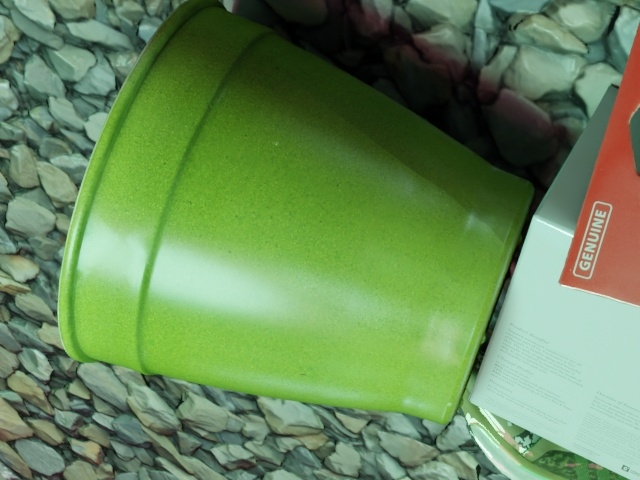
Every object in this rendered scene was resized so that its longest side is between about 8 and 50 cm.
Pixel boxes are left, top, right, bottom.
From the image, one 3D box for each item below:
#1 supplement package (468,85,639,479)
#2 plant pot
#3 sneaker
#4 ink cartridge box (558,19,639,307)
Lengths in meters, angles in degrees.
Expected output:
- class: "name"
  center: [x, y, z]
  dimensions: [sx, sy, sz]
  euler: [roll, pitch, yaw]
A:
- class: "supplement package"
  center: [0.283, 0.046, 1.199]
  dimensions: [0.199, 0.198, 0.262]
  euler: [25, 139, 13]
- class: "plant pot"
  center: [0.000, 0.000, 1.240]
  dimensions: [0.353, 0.366, 0.366]
  euler: [19, 138, 9]
- class: "sneaker"
  center: [0.323, 0.213, 1.424]
  dimensions: [0.410, 0.158, 0.182]
  euler: [36, 109, 0]
- class: "ink cartridge box"
  center: [0.339, -0.072, 0.991]
  dimensions: [0.261, 0.296, 0.066]
  euler: [16, 173, 20]
